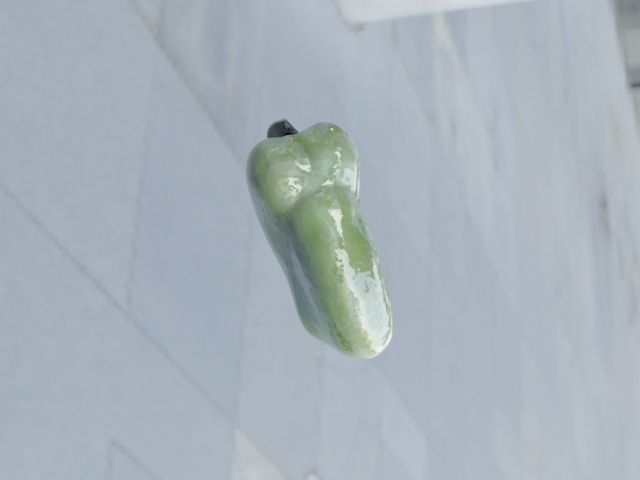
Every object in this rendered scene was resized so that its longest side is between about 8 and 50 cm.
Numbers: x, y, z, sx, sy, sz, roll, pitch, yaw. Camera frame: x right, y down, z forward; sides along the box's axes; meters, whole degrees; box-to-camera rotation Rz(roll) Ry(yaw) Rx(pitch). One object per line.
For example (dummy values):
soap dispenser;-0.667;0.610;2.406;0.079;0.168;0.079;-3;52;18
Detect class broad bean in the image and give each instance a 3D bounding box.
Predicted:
broad bean;0.000;0.000;1.367;0.169;0.100;0.228;126;-53;-78
